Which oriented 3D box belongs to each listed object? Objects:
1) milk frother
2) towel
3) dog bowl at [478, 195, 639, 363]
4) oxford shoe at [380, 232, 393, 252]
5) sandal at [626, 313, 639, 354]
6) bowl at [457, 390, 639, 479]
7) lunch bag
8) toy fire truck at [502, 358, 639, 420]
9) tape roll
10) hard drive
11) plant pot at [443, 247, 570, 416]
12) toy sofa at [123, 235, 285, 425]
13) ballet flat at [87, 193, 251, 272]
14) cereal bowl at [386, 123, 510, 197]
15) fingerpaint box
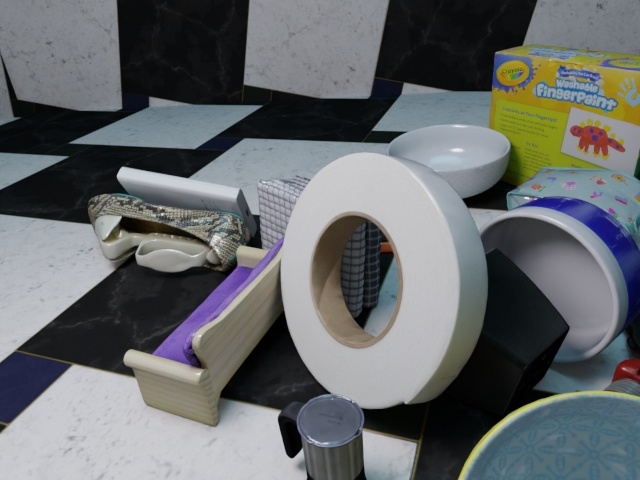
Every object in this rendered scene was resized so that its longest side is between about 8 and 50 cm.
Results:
[{"bbox_3d":[-0.012,0.290,0.646,0.129,0.135,0.143,4,30,18],"label":"milk frother"},{"bbox_3d":[0.000,0.000,1.067,0.283,0.235,0.121,23,36,39],"label":"towel"},{"bbox_3d":[0.385,0.063,0.857,0.104,0.265,0.265,-22,33,-32],"label":"dog bowl"},{"bbox_3d":[0.068,-0.027,1.240,0.271,0.098,0.097,-5,29,1],"label":"oxford shoe"},{"bbox_3d":[0.558,0.171,0.878,0.067,0.040,0.179,9,17,13],"label":"sandal"},{"bbox_3d":[0.275,0.299,0.527,0.289,0.290,0.156,1,-12,12],"label":"bowl"},{"bbox_3d":[0.596,-0.068,1.172,0.262,0.160,0.223,14,33,41],"label":"lunch bag"},{"bbox_3d":[0.389,0.237,0.686,0.217,0.159,0.246,-9,23,-44],"label":"toy fire truck"},{"bbox_3d":[0.073,0.060,0.796,0.072,0.392,0.392,2,20,-39],"label":"tape roll"},{"bbox_3d":[-0.328,-0.093,1.291,0.307,0.203,0.040,11,65,11],"label":"hard drive"},{"bbox_3d":[0.269,0.158,0.811,0.187,0.188,0.167,-25,48,-32],"label":"plant pot"},{"bbox_3d":[-0.170,0.128,0.922,0.150,0.177,0.362,8,32,23],"label":"toy sofa"},{"bbox_3d":[-0.411,-0.010,1.244,0.482,0.164,0.182,9,42,17],"label":"ballet flat"},{"bbox_3d":[0.363,-0.210,1.468,0.338,0.141,0.339,-7,31,4],"label":"cereal bowl"},{"bbox_3d":[0.672,-0.301,1.359,0.163,0.371,0.445,-20,32,-25],"label":"fingerpaint box"}]
